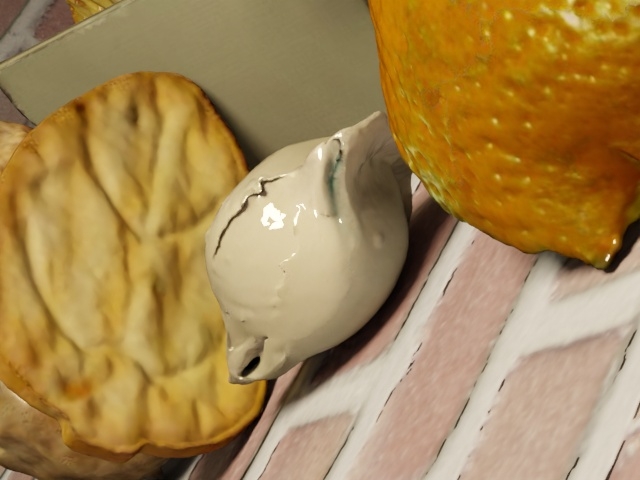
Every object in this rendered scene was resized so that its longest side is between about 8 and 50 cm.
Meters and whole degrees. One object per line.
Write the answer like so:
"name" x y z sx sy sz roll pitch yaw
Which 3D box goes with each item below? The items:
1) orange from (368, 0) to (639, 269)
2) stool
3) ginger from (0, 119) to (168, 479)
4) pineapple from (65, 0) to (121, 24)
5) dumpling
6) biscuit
"orange" 0.145 -0.153 0.789 0.262 0.196 0.334 -47 1 -36
"stool" -0.042 -0.165 1.221 0.269 0.170 0.244 -22 29 29
"ginger" -0.189 0.064 1.219 0.176 0.256 0.375 -44 -4 -18
"pineapple" -0.126 -0.340 1.811 0.344 0.209 0.286 -6 50 51
"dumpling" 0.000 0.000 1.004 0.127 0.108 0.188 -31 -31 -62
"biscuit" -0.107 0.010 1.059 0.041 0.203 0.260 -41 35 52
